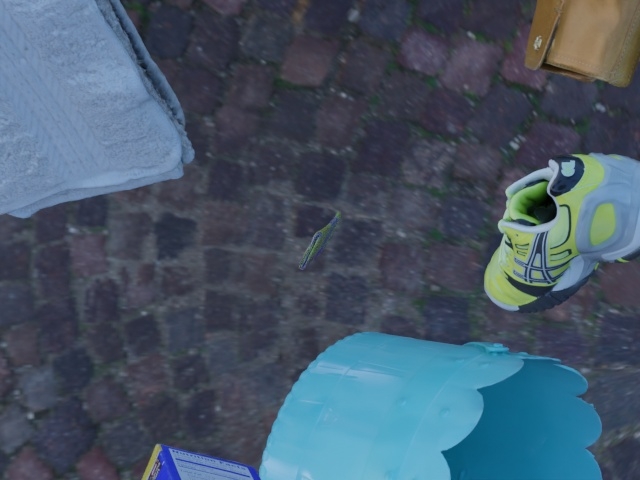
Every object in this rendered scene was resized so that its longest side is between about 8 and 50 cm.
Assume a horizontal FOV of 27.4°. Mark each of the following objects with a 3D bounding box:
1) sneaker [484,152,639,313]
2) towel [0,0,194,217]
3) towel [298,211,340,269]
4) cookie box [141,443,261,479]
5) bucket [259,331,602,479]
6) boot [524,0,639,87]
[{"bbox_3d":[0.281,-0.022,1.621,0.147,0.385,0.145,19,64,-11],"label":"sneaker"},{"bbox_3d":[-0.223,-0.130,0.939,0.187,0.282,0.049,-13,44,18],"label":"towel"},{"bbox_3d":[0.000,0.000,1.635,0.009,0.083,0.060,31,118,8],"label":"towel"},{"bbox_3d":[-0.043,0.127,0.413,0.040,0.107,0.092,20,97,-19],"label":"cookie box"},{"bbox_3d":[0.091,0.210,1.090,0.183,0.281,0.281,14,89,38],"label":"bucket"},{"bbox_3d":[0.216,-0.256,1.158,0.104,0.295,0.211,11,108,-21],"label":"boot"}]
